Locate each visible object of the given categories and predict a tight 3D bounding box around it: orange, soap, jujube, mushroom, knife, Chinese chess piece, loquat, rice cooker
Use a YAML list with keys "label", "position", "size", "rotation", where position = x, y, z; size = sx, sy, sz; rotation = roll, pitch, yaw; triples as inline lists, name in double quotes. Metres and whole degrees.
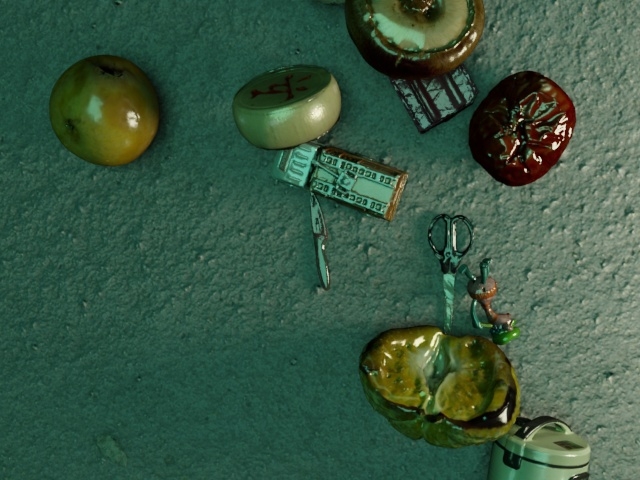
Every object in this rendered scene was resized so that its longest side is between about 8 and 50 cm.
- label: "orange"
  position: [0.266, 0.339, 1.859]
  size: [0.368, 0.271, 0.210]
  rotation: [14, 141, 10]
- label: "soap"
  position: [0.238, -0.388, 1.855]
  size: [0.162, 0.099, 0.250]
  rotation: [-28, 90, 12]
- label: "jujube"
  position: [0.436, -0.243, 1.786]
  size: [0.213, 0.213, 0.232]
  rotation: [39, 97, 5]
- label: "mushroom"
  position: [0.198, -0.479, 1.730]
  size: [0.296, 0.163, 0.279]
  rotation: [12, 100, -1]
- label: "knife"
  position: [0.000, 0.000, 1.981]
  size: [0.035, 0.018, 0.248]
  rotation: [-7, 93, 14]
- label: "Chinese chess piece"
  position: [-0.076, -0.306, 1.853]
  size: [0.249, 0.250, 0.103]
  rotation: [-8, 126, 12]
- label: "loquat"
  position: [-0.513, -0.307, 1.947]
  size: [0.262, 0.263, 0.263]
  rotation: [1, 96, 11]
- label: "rice cooker"
  position: [0.492, 0.516, 1.837]
  size: [0.225, 0.226, 0.244]
  rotation: [8, 93, 10]

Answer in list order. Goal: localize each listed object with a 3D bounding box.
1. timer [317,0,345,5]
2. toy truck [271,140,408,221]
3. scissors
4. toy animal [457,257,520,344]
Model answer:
- label: "timer"
  position: [0.014, -0.645, 1.802]
  size: [0.233, 0.240, 0.234]
  rotation: [-12, 75, 50]
- label: "toy truck"
  position: [0.037, -0.148, 1.881]
  size: [0.305, 0.162, 0.136]
  rotation: [20, 97, 7]
- label: "scissors"
  position: [0.303, 0.088, 1.929]
  size: [0.109, 0.022, 0.300]
  rotation: [3, 97, 14]
- label: "toy animal"
  position: [0.381, 0.145, 1.880]
  size: [0.103, 0.100, 0.209]
  rotation: [-28, 105, -25]
